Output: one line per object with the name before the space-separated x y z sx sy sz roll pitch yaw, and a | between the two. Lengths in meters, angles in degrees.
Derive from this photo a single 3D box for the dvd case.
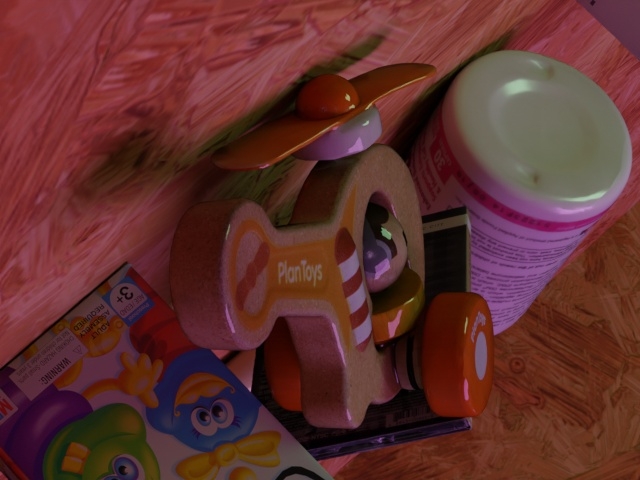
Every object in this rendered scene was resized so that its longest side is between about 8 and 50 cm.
dvd case | 0.030 0.069 1.323 0.165 0.018 0.221 -14 -141 16

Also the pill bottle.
pill bottle | 0.130 -0.015 1.524 0.160 0.160 0.283 -36 166 -37

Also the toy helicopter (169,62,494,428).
toy helicopter | 0.000 0.000 1.106 0.355 0.140 0.235 -1 91 -70

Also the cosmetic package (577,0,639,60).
cosmetic package | 0.377 -0.213 1.524 0.225 0.224 0.138 -34 165 -43

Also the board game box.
board game box | -0.082 0.176 1.168 0.142 0.275 0.144 -42 168 -16

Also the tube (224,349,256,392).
tube | -0.059 0.119 1.627 0.240 0.062 0.070 -37 124 -14
